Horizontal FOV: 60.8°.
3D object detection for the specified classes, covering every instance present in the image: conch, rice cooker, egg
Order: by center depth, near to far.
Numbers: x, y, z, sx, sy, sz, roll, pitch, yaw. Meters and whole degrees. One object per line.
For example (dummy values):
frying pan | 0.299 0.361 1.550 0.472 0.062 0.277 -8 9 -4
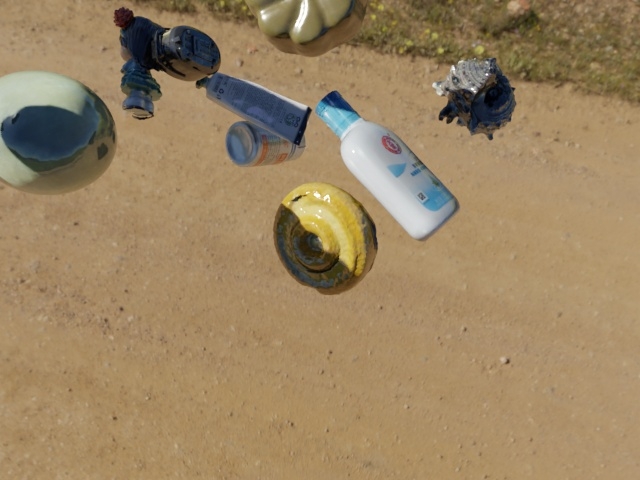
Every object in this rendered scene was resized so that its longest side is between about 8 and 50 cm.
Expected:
egg | -0.575 -0.221 1.132 0.352 0.258 0.258 9 49 32
rice cooker | -0.315 -0.442 1.293 0.106 0.165 0.112 -6 87 30
conch | 0.439 -0.394 1.541 0.313 0.186 0.240 -26 99 -54

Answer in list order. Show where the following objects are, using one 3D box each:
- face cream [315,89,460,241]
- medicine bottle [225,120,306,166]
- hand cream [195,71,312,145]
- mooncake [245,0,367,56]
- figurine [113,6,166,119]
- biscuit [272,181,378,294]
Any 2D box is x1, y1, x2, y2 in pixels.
face cream | 0.121 -0.151 1.052 0.336 0.080 0.163 49 41 8
medicine bottle | -0.168 -0.309 1.721 0.144 0.144 0.252 37 32 22
hand cream | -0.192 -0.391 1.561 0.336 0.076 0.121 23 83 -5
mooncake | -0.043 -0.741 1.604 0.378 0.201 0.378 1 94 9
figurine | -0.436 -0.425 1.315 0.110 0.138 0.245 -4 81 22
biscuit | 0.000 0.000 1.390 0.296 0.296 0.102 34 32 20
